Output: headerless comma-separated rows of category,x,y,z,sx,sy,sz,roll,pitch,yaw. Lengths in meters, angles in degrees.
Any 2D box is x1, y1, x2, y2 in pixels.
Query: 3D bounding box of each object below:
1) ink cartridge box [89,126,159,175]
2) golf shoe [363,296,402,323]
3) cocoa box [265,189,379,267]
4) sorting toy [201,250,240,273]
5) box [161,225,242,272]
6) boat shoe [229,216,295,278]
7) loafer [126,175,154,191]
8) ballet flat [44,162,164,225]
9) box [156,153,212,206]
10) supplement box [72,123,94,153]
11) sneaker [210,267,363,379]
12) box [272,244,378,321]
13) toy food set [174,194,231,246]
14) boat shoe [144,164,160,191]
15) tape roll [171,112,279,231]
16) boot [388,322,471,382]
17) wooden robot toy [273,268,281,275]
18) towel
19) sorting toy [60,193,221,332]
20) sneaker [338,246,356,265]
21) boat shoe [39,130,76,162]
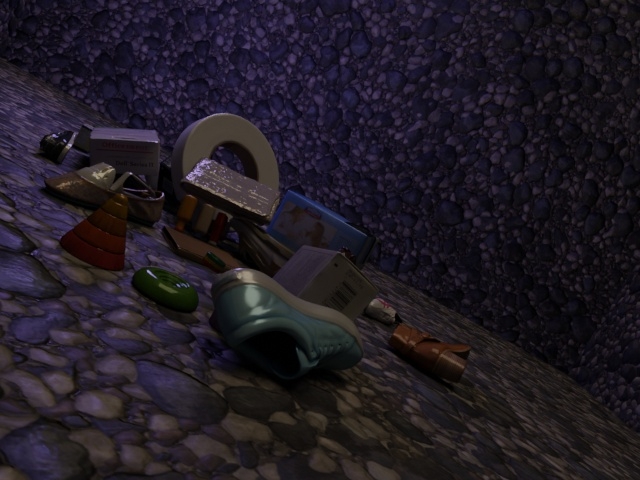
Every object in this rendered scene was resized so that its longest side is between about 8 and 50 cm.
ink cartridge box,-0.618,-0.282,1.909,0.207,0.119,0.353,1,14,-17
golf shoe,0.212,0.238,2.007,0.086,0.067,0.186,35,8,36
cocoa box,0.000,0.000,2.230,0.347,0.231,0.228,31,6,15
sorting toy,-0.137,0.124,1.279,0.274,0.046,0.132,38,-1,-2
box,-0.295,0.032,1.528,0.201,0.021,0.164,26,7,-32
boat shoe,-0.194,0.013,1.766,0.113,0.103,0.302,35,0,-42
loafer,-0.573,-0.179,1.938,0.125,0.039,0.045,31,5,23
ballet flat,-0.503,-0.125,1.448,0.107,0.106,0.316,33,7,33
box,-0.448,-0.220,1.986,0.093,0.158,0.156,37,-37,7
supplement box,-0.809,-0.353,2.087,0.056,0.083,0.083,28,6,-17
sneaker,-0.045,0.187,1.037,0.366,0.135,0.150,31,33,-40
box,-0.008,0.104,1.319,0.121,0.148,0.311,44,-7,-12
toy food set,-0.333,-0.035,1.734,0.111,0.104,0.232,17,-15,10
boat shoe,-0.489,-0.178,2.112,0.267,0.096,0.088,23,-11,2
tape roll,-0.302,-0.215,1.959,0.072,0.392,0.392,-5,-22,45
boot,0.309,0.314,1.739,0.220,0.109,0.283,27,12,14
wooden robot toy,-0.057,0.144,1.628,0.173,0.076,0.079,29,41,-8
towel,-0.258,-0.144,1.782,0.282,0.049,0.187,26,30,-5
sorting toy,-0.275,0.032,1.083,0.365,0.126,0.127,29,5,1
sneaker,0.029,0.086,1.947,0.106,0.162,0.281,32,6,23
boat shoe,-0.759,-0.287,1.746,0.079,0.084,0.233,28,9,-22
